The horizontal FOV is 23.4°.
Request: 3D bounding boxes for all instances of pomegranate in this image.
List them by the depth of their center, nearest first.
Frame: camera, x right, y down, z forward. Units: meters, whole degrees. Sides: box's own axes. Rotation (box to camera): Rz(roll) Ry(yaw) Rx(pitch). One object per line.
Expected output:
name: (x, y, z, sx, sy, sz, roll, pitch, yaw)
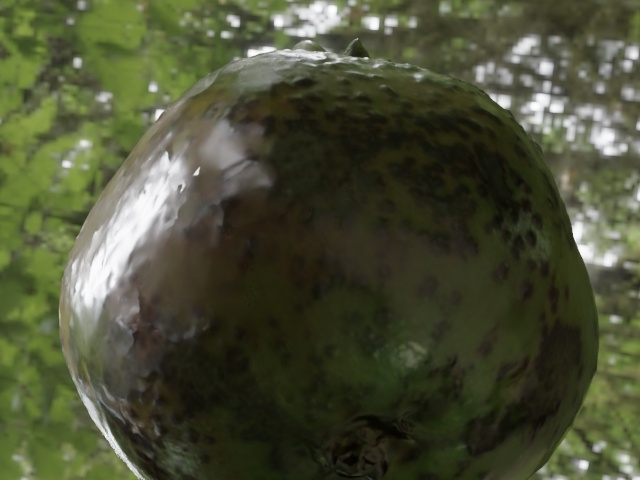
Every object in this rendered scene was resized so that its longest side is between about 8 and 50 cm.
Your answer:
pomegranate: (0.000, 0.000, 0.855, 0.341, 0.285, 0.285, -96, -7, -52)
